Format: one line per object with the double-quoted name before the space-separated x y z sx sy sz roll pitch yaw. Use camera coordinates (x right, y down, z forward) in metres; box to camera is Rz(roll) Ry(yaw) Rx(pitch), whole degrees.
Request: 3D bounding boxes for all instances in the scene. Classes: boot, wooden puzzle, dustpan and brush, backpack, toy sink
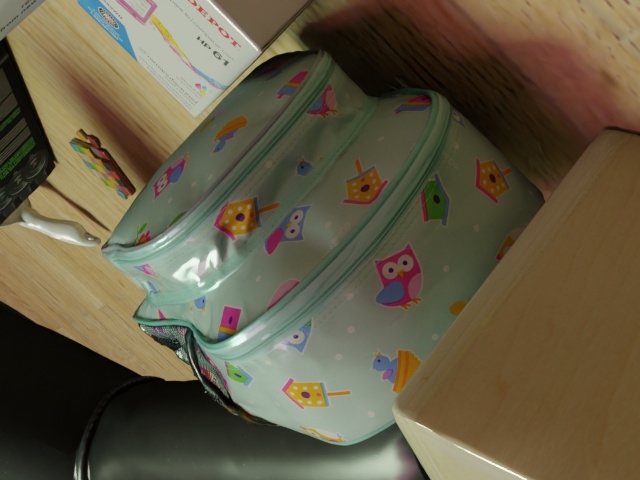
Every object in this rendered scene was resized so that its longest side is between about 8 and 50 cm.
"boot" -0.092 0.122 0.746 0.445 0.146 0.367 -1 159 46
"wooden puzzle" -0.180 -0.061 0.973 0.049 0.006 0.083 21 152 44
"dustpan and brush" -0.310 -0.038 1.134 0.211 0.147 0.060 10 114 10
"backpack" 0.000 0.000 0.531 0.144 0.166 0.188 48 165 -25
"toy sink" 0.156 0.098 0.485 0.131 0.153 0.234 22 152 41

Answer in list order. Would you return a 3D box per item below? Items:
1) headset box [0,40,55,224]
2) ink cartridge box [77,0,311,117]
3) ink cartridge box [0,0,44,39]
"headset box" -0.370 -0.138 0.972 0.246 0.131 0.283 35 159 16
"ink cartridge box" -0.061 -0.119 0.564 0.088 0.052 0.122 44 159 -8
"ink cartridge box" -0.172 -0.220 0.462 0.197 0.114 0.273 42 159 -1
